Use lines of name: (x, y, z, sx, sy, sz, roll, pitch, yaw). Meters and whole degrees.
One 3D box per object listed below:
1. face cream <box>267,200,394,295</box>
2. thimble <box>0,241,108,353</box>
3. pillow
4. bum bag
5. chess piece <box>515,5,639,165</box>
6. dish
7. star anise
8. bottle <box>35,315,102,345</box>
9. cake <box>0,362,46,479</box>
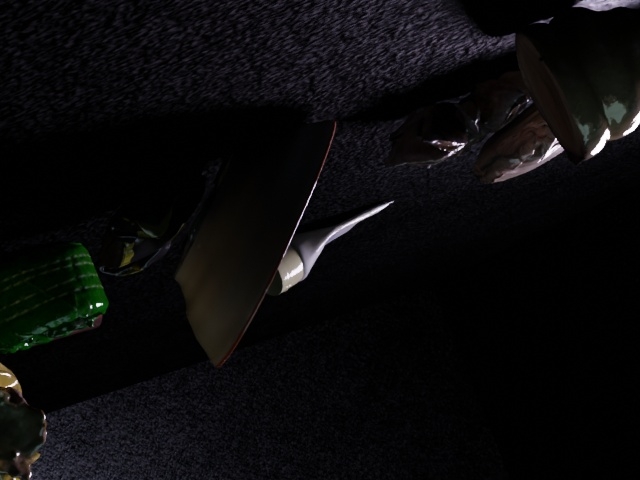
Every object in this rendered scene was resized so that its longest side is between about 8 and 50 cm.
face cream: (0.000, 0.000, 2.374, 0.224, 0.070, 0.114, -32, -179, -34)
thimble: (-0.292, 0.059, 1.736, 0.130, 0.090, 0.118, -15, 170, -44)
pillow: (0.287, -0.154, 1.806, 0.270, 0.067, 0.173, -36, 179, -3)
bum bag: (-0.164, -0.020, 1.601, 0.106, 0.060, 0.232, -38, 180, -20)
chess piece: (0.324, -0.192, 1.556, 0.261, 0.143, 0.143, -28, 174, -3)
dish: (-0.078, -0.014, 1.567, 0.260, 0.085, 0.260, -63, -173, 13)
star anise: (0.158, -0.133, 1.748, 0.182, 0.065, 0.195, -29, 172, 21)
bottle: (-0.352, 0.102, 2.028, 0.164, 0.060, 0.060, -16, 171, -35)
cake: (-0.398, 0.177, 1.507, 0.286, 0.222, 0.227, -17, -156, -21)
